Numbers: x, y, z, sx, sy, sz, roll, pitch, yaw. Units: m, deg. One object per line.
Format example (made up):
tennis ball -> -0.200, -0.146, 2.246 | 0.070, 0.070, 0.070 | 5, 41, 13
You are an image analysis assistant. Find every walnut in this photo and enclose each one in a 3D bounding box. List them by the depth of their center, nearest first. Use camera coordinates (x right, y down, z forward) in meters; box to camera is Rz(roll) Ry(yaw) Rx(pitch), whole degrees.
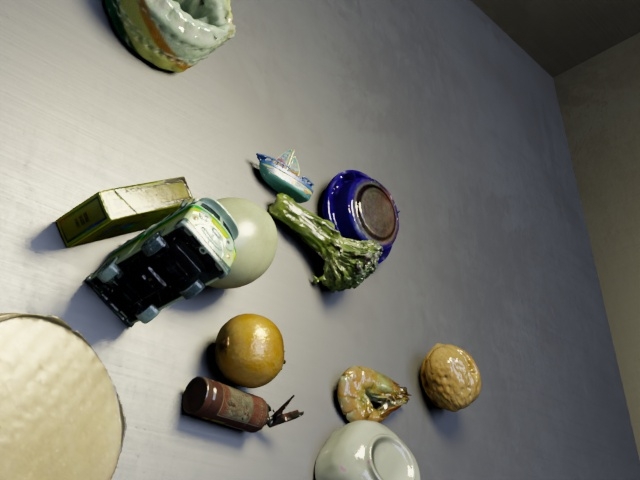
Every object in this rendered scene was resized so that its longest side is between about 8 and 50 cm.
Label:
walnut -> 0.345, 0.361, 2.152 | 0.155, 0.155, 0.184 | -15, 79, -54

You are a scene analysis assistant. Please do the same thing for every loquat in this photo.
loquat -> -0.142, 0.223, 1.632 | 0.163, 0.137, 0.163 | 35, 31, -25

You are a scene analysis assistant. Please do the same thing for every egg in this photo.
egg -> -0.187, 0.005, 1.660 | 0.187, 0.186, 0.253 | 63, 20, -1

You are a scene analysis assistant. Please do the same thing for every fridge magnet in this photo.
fridge magnet -> 0.113, -0.063, 2.144 | 0.265, 0.112, 0.266 | 18, 64, -41

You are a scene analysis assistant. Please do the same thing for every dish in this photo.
dish -> 0.122, 0.507, 1.768 | 0.256, 0.117, 0.256 | 26, 42, -26

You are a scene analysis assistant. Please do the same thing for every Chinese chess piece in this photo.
Chinese chess piece -> -0.449, 0.272, 1.191 | 0.338, 0.140, 0.338 | 37, 41, -42

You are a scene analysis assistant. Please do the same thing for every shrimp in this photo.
shrimp -> 0.135, 0.381, 1.953 | 0.267, 0.061, 0.145 | 18, 65, -49

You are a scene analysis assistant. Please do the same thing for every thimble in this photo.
thimble -> -0.334, -0.527, 1.821 | 0.288, 0.167, 0.254 | 40, 44, -29

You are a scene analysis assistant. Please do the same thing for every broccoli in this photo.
broccoli -> 0.005, -0.006, 1.963 | 0.304, 0.145, 0.165 | 37, 48, -8

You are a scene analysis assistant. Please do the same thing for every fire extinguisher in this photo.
fire extinguisher -> -0.142, 0.332, 1.591 | 0.252, 0.106, 0.075 | 29, 46, -38

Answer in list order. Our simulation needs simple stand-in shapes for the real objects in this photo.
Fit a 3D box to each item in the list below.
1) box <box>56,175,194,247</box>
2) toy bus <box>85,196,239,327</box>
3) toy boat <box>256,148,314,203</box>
box -> -0.363, -0.056, 1.519 | 0.220, 0.141, 0.064 | -22, 87, -54
toy bus -> -0.274, 0.030, 1.469 | 0.134, 0.276, 0.165 | 51, 34, -19
toy boat -> -0.087, -0.176, 1.985 | 0.175, 0.091, 0.110 | 33, 65, -29
